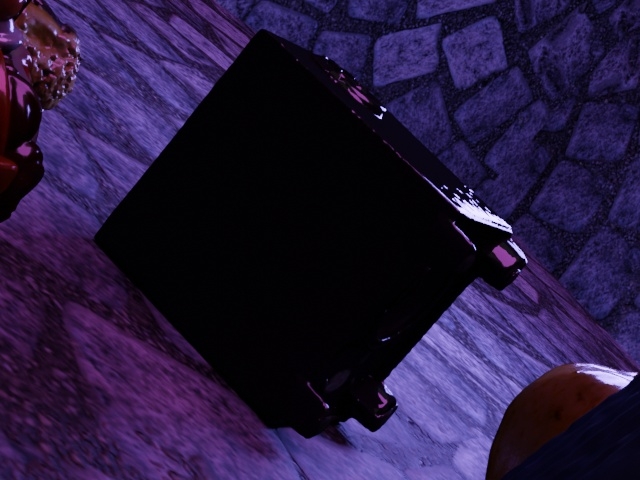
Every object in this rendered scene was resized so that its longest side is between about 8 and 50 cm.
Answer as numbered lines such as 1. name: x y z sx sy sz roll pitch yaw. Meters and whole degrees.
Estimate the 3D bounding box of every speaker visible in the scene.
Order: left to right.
1. speaker: 0.000 0.000 1.194 0.254 0.232 0.184 44 12 18

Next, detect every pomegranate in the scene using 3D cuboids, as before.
1. pomegranate: 0.261 0.211 1.273 0.248 0.248 0.248 40 10 -9

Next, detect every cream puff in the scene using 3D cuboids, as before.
1. cream puff: -0.263 -0.147 1.184 0.133 0.119 0.104 27 36 -15

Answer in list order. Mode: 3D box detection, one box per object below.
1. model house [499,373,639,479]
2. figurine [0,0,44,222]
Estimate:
1. model house: 0.192 0.244 0.650 0.382 0.334 0.342 47 7 -33
2. figurine: -0.242 -0.103 0.970 0.160 0.183 0.226 18 36 -44
